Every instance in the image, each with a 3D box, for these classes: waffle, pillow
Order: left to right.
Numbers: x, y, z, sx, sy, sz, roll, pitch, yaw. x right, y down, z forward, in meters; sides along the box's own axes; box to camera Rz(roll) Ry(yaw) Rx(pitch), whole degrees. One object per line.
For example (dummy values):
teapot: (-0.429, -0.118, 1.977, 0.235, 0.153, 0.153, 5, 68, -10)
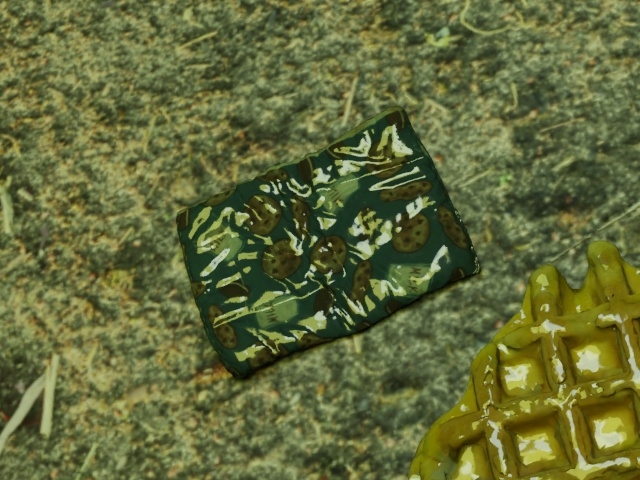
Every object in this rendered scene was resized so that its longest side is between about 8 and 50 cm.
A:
pillow: (-0.001, 0.002, 1.405, 0.255, 0.034, 0.189, -24, 65, 4)
waffle: (0.261, 0.205, 1.213, 0.379, 0.095, 0.382, 26, 79, 22)
